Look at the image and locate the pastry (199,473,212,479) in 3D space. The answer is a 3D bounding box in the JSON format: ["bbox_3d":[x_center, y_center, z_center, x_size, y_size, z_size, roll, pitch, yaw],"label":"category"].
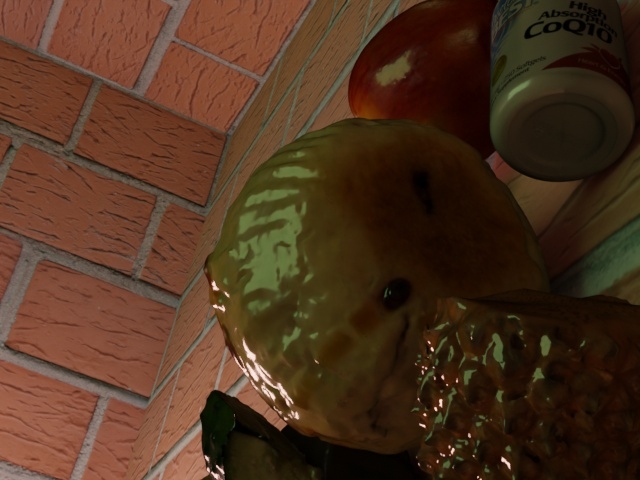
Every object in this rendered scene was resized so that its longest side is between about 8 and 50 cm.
[{"bbox_3d":[-0.195,0.505,1.798,0.236,0.120,0.257,-55,-26,-20],"label":"pastry"}]

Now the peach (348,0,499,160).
[{"bbox_3d":[0.178,-0.222,1.511,0.281,0.238,0.281,-35,-13,-9],"label":"peach"}]

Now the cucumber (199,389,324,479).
[{"bbox_3d":[-0.098,0.264,1.342,0.105,0.145,0.325,-57,11,-4],"label":"cucumber"}]

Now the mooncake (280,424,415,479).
[{"bbox_3d":[0.009,0.365,1.360,0.290,0.161,0.290,-57,17,28],"label":"mooncake"}]

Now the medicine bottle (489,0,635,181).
[{"bbox_3d":[0.278,-0.216,1.262,0.157,0.157,0.289,-54,19,43],"label":"medicine bottle"}]

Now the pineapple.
[{"bbox_3d":[0.177,0.223,0.916,0.223,0.222,0.357,-146,60,-76],"label":"pineapple"}]

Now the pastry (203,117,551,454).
[{"bbox_3d":[0.056,0.058,1.206,0.312,0.388,0.389,-49,23,53],"label":"pastry"}]
